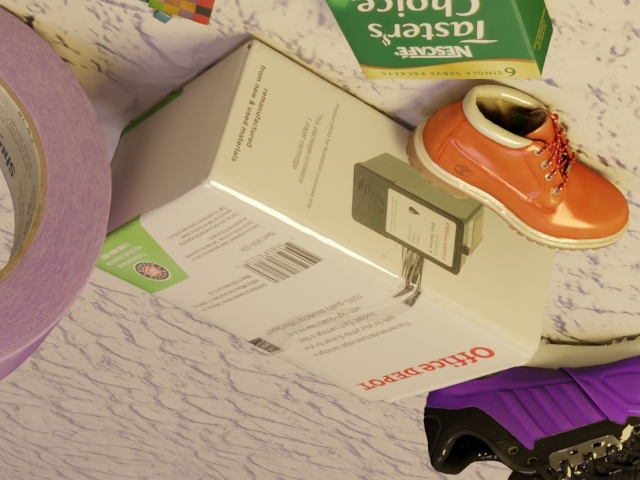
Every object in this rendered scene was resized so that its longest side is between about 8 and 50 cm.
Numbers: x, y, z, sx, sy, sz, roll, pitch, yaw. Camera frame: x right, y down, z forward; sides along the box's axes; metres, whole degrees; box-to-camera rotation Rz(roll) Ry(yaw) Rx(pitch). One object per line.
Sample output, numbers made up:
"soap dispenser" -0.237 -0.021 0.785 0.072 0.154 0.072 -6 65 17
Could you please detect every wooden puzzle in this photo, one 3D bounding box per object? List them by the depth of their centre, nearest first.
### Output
"wooden puzzle" -0.089 -0.154 0.885 0.049 0.006 0.083 17 154 -4

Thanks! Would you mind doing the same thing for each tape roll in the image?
"tape roll" -0.277 -0.030 0.922 0.275 0.275 0.090 23 153 -15

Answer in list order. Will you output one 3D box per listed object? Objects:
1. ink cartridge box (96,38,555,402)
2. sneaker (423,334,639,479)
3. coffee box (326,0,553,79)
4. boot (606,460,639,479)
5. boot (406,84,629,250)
"ink cartridge box" 0.000 0.000 1.020 0.273 0.115 0.198 28 151 -25
"sneaker" 0.219 0.161 1.187 0.293 0.146 0.102 0 150 29
"coffee box" 0.051 -0.153 0.774 0.113 0.040 0.184 3 151 22
"boot" 0.368 0.209 1.282 0.161 0.083 0.246 8 170 -23
"boot" 0.142 -0.046 0.924 0.158 0.059 0.084 23 148 -14
